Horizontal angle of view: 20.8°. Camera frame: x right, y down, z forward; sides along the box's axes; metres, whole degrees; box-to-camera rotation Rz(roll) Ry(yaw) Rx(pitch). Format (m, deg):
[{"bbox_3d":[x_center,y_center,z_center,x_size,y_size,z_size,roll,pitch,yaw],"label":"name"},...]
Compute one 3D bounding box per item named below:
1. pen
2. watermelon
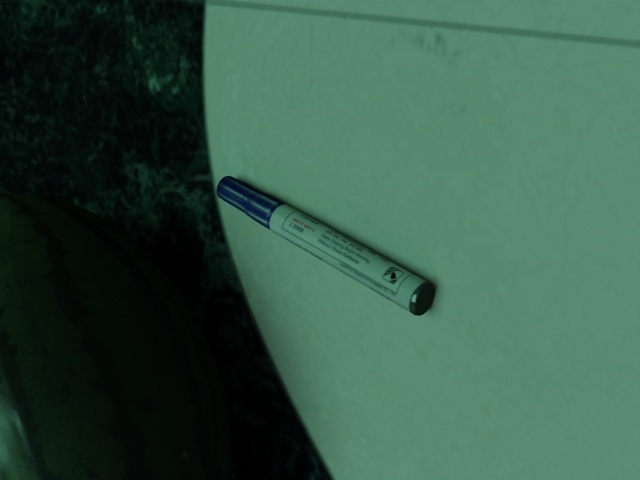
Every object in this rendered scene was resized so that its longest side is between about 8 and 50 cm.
[{"bbox_3d":[0.000,0.000,1.222,0.204,0.025,0.025,30,113,37],"label":"pen"},{"bbox_3d":[-0.203,0.139,1.248,0.279,0.279,0.359,-40,68,36],"label":"watermelon"}]
